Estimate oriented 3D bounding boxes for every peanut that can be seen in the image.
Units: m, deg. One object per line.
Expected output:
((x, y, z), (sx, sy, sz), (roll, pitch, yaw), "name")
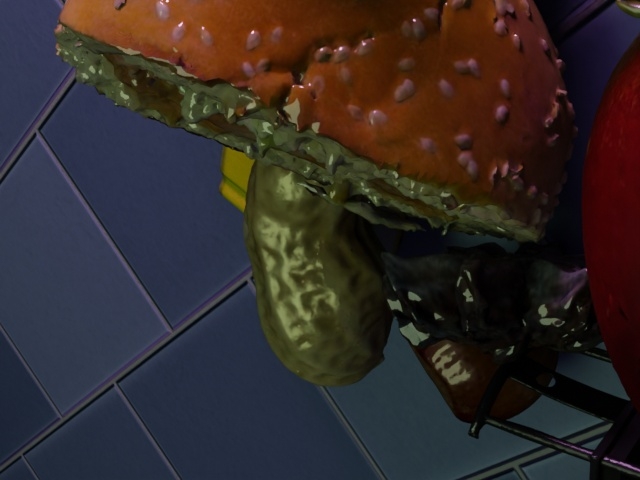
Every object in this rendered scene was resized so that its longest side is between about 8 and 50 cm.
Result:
((0.000, 0.000, 1.523), (0.147, 0.147, 0.306), (10, 117, 49), "peanut")

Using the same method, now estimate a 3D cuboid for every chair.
((0.276, 0.194, 1.380), (0.260, 0.154, 0.141), (18, 131, 28), "chair")

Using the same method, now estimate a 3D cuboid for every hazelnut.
((0.159, 0.096, 1.513), (0.154, 0.143, 0.143), (58, 152, 33), "hazelnut")

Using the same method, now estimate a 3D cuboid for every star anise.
((0.168, 0.055, 1.366), (0.236, 0.223, 0.109), (8, 101, 49), "star anise")

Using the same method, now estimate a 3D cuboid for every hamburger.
((0.020, -0.184, 1.287), (0.445, 0.287, 0.268), (20, 176, -4), "hamburger")

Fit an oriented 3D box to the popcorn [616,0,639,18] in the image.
((0.174, -0.319, 0.961), (0.325, 0.290, 0.321), (-22, 122, 13), "popcorn")

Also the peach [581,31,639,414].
((0.340, 0.009, 1.042), (0.335, 0.310, 0.406), (13, 128, 51), "peach")

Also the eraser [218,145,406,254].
((-0.009, -0.058, 1.651), (0.226, 0.069, 0.158), (39, 142, 26), "eraser")
